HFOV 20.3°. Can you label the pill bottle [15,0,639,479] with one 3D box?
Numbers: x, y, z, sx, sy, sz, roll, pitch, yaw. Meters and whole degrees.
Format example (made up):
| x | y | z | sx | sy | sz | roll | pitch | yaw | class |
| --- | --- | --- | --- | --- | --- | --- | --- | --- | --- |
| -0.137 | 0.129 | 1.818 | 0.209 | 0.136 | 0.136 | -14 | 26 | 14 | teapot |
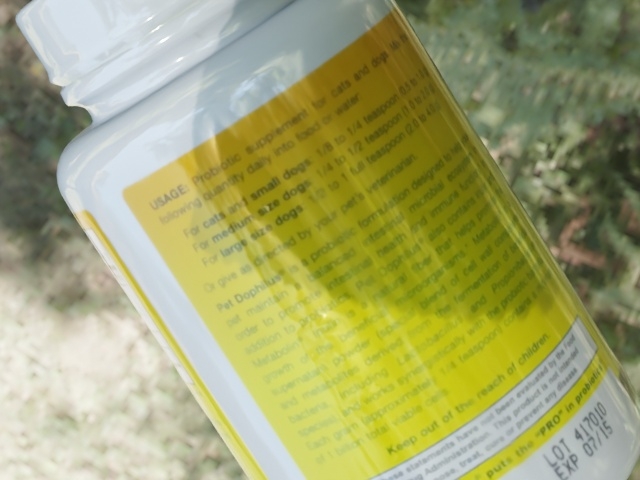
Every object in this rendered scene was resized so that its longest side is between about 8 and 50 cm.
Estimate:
| x | y | z | sx | sy | sz | roll | pitch | yaw | class |
| --- | --- | --- | --- | --- | --- | --- | --- | --- | --- |
| 0.000 | 0.000 | 0.547 | 0.117 | 0.117 | 0.215 | -23 | 103 | 45 | pill bottle |
